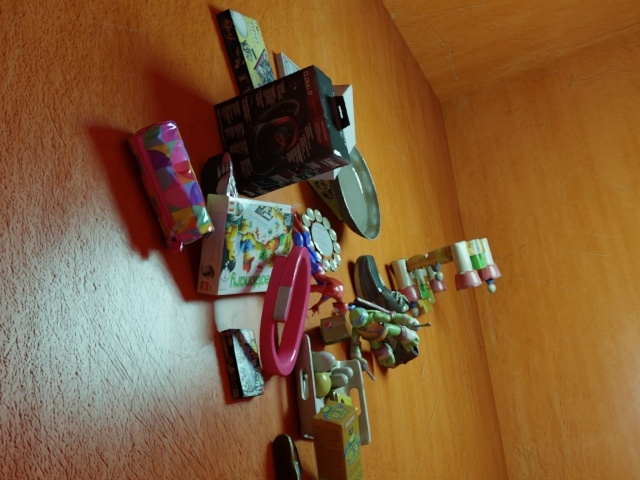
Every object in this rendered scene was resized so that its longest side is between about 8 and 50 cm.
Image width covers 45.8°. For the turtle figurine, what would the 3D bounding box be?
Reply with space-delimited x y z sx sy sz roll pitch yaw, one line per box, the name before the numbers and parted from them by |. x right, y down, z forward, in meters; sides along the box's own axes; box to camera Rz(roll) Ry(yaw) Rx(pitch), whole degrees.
turtle figurine | 0.184 0.290 2.071 0.266 0.275 0.197 36 77 -57

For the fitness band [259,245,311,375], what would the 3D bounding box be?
fitness band | -0.073 0.149 1.639 0.209 0.054 0.290 81 19 -55

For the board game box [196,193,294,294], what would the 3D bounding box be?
board game box | -0.148 0.011 1.582 0.305 0.053 0.192 2 95 -67

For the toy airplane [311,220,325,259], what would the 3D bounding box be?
toy airplane | -0.011 0.013 2.038 0.151 0.028 0.151 48 32 -44

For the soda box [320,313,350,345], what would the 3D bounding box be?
soda box | 0.034 0.220 1.852 0.181 0.061 0.058 90 -13 -80

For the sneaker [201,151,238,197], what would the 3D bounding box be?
sneaker | -0.206 -0.096 1.611 0.077 0.072 0.178 27 61 -68

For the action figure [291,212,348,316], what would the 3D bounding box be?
action figure | -0.042 0.081 1.852 0.280 0.139 0.091 54 21 13

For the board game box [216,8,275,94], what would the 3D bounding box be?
board game box | -0.181 -0.465 1.973 0.165 0.042 0.243 -13 85 -69

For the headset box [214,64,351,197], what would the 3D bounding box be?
headset box | -0.074 -0.247 1.722 0.110 0.293 0.218 17 57 -64

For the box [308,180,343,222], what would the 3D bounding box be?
box | 0.036 -0.153 2.237 0.232 0.058 0.087 49 32 -45

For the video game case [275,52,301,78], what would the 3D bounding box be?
video game case | -0.045 -0.422 2.294 0.285 0.025 0.204 25 51 -62

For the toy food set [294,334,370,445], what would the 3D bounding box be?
toy food set | 0.036 0.360 1.795 0.306 0.092 0.219 36 42 -56

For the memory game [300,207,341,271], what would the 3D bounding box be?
memory game | 0.000 0.000 2.020 0.186 0.012 0.186 41 37 -40

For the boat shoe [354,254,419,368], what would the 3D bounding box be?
boat shoe | 0.207 0.204 2.279 0.355 0.130 0.132 71 21 -4

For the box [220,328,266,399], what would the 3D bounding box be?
box | -0.153 0.244 1.512 0.094 0.027 0.137 16 59 -66

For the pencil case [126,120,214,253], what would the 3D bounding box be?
pencil case | -0.274 -0.100 1.393 0.236 0.105 0.104 70 21 -3

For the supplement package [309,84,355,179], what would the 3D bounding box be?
supplement package | -0.022 -0.288 1.986 0.293 0.178 0.175 -62 149 -61

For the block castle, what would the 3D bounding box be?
block castle | 0.451 0.133 2.698 0.453 0.303 0.212 -4 79 -67

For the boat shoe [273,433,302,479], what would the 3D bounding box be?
boat shoe | -0.059 0.468 1.532 0.049 0.056 0.152 31 45 -52

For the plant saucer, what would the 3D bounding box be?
plant saucer | 0.095 -0.146 2.230 0.310 0.050 0.310 49 33 -48

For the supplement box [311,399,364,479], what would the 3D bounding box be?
supplement box | 0.040 0.467 1.640 0.078 0.080 0.233 -38 127 -51
